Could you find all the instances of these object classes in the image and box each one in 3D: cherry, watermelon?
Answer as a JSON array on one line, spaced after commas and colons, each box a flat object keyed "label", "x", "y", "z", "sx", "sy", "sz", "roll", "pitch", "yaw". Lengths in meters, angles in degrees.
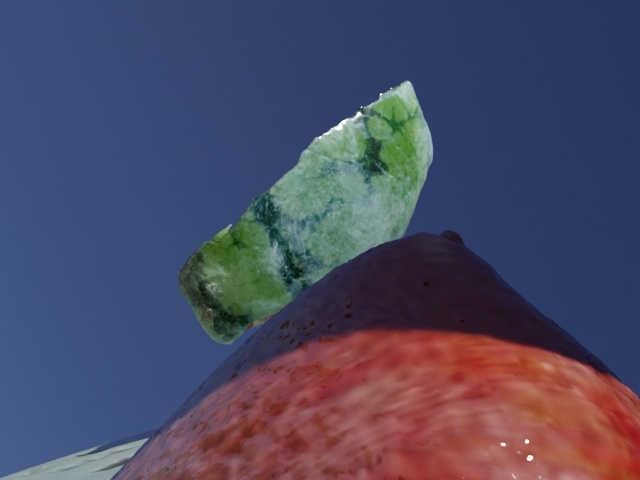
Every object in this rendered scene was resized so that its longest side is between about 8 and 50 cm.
[{"label": "cherry", "x": 0.023, "y": 0.133, "z": 0.533, "sx": 0.206, "sy": 0.239, "sz": 0.239, "roll": 46, "pitch": -24, "yaw": -8}, {"label": "watermelon", "x": 0.000, "y": 0.000, "z": 1.097, "sx": 0.071, "sy": 0.187, "sz": 0.139, "roll": 46, "pitch": -20, "yaw": 7}]

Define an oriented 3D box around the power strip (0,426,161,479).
[{"label": "power strip", "x": -0.056, "y": 0.176, "z": 0.942, "sx": 0.357, "sy": 0.357, "sz": 0.161, "roll": -14, "pitch": -89, "yaw": 65}]
